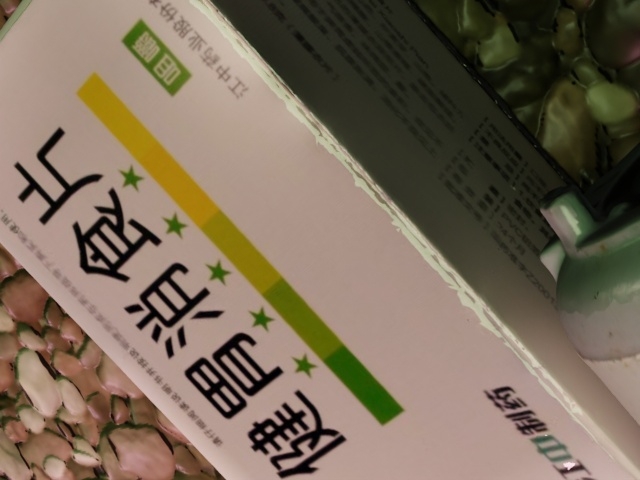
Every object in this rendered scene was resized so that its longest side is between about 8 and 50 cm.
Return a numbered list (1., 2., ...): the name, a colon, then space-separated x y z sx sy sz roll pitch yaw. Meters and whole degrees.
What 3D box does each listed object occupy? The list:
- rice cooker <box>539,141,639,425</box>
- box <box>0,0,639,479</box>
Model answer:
1. rice cooker: 0.243 0.037 0.412 0.316 0.264 0.317 10 116 22
2. box: 0.002 0.002 0.573 0.333 0.145 0.173 47 126 -4
